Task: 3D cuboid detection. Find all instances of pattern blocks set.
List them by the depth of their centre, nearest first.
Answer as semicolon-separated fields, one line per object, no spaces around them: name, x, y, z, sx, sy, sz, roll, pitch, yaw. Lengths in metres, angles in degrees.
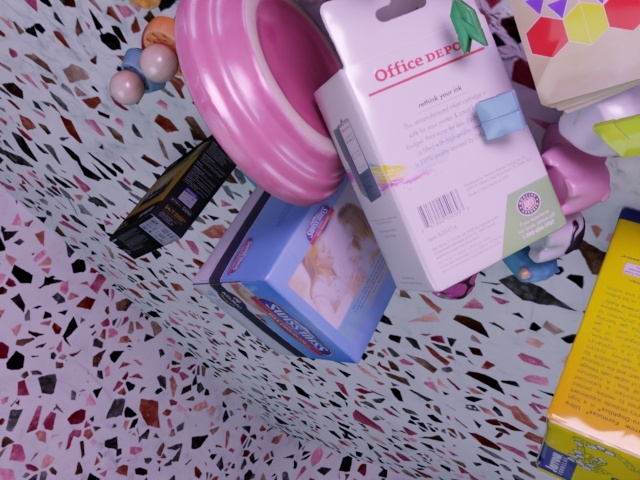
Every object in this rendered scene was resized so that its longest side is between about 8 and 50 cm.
pattern blocks set;0.292;-0.221;0.634;0.324;0.026;0.286;-2;114;34

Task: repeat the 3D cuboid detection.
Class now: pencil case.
pencil case;0.255;0.034;1.176;0.098;0.095;0.209;6;151;5

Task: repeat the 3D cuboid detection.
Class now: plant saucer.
plant saucer;-0.048;-0.212;0.866;0.084;0.332;0.332;-23;123;29

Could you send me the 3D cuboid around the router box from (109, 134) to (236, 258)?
router box;-0.318;-0.093;1.398;0.081;0.243;0.308;43;151;-19

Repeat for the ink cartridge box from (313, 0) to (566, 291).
ink cartridge box;0.133;-0.137;0.801;0.354;0.207;0.119;67;164;-5

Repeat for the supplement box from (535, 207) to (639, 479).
supplement box;0.454;0.166;0.884;0.195;0.357;0.194;19;150;25

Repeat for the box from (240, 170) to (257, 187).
box;-0.039;-0.091;1.262;0.060;0.101;0.244;-6;134;49

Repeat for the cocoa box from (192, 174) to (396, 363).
cocoa box;0.000;0.000;1.098;0.227;0.347;0.231;-6;137;51

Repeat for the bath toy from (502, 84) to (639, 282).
bath toy;0.333;-0.090;0.848;0.151;0.128;0.348;61;160;28

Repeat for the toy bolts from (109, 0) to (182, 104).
toy bolts;-0.302;-0.334;1.074;0.218;0.159;0.228;38;152;-10
